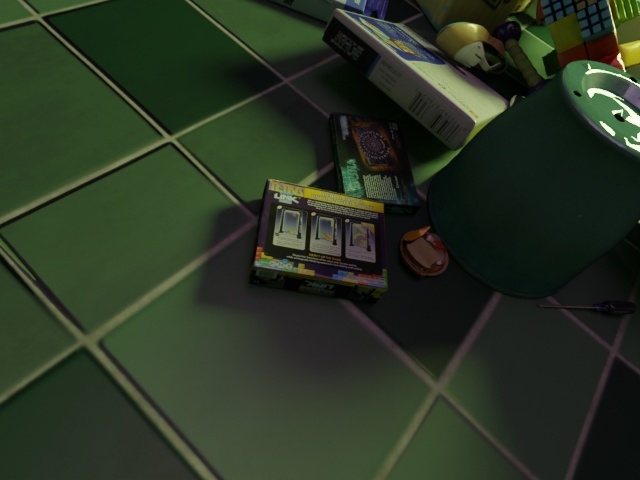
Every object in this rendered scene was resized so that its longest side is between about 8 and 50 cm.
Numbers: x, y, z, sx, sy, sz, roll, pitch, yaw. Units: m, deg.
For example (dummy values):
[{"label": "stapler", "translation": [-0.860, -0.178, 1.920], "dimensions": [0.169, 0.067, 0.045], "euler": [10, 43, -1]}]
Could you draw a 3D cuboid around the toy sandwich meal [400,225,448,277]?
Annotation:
[{"label": "toy sandwich meal", "translation": [0.152, 0.014, 0.606], "dimensions": [0.085, 0.029, 0.086], "euler": [8, 56, -13]}]

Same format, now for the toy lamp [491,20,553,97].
[{"label": "toy lamp", "translation": [0.462, -0.374, 0.926], "dimensions": [0.080, 0.080, 0.275], "euler": [2, 58, -17]}]

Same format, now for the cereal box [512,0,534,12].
[{"label": "cereal box", "translation": [0.467, -0.712, 1.150], "dimensions": [0.240, 0.047, 0.173], "euler": [45, 47, 13]}]

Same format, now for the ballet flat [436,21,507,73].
[{"label": "ballet flat", "translation": [0.331, -0.396, 0.877], "dimensions": [0.232, 0.080, 0.073], "euler": [-11, 77, -40]}]

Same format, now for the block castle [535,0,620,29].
[{"label": "block castle", "translation": [0.754, -0.657, 0.964], "dimensions": [0.303, 0.453, 0.213], "euler": [-9, 94, -11]}]

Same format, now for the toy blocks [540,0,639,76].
[{"label": "toy blocks", "translation": [0.530, -0.435, 0.845], "dimensions": [0.261, 0.190, 0.382], "euler": [-16, 91, -52]}]

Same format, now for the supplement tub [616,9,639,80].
[{"label": "supplement tub", "translation": [0.892, -0.470, 1.025], "dimensions": [0.331, 0.241, 0.241], "euler": [-17, 65, -26]}]

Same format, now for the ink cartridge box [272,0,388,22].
[{"label": "ink cartridge box", "translation": [0.002, -0.554, 0.905], "dimensions": [0.311, 0.065, 0.186], "euler": [20, 55, -7]}]

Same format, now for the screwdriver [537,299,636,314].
[{"label": "screwdriver", "translation": [0.406, 0.103, 0.643], "dimensions": [0.169, 0.025, 0.024], "euler": [1, 59, -7]}]

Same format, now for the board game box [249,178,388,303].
[{"label": "board game box", "translation": [0.000, 0.000, 0.556], "dimensions": [0.170, 0.048, 0.141], "euler": [11, 54, -10]}]

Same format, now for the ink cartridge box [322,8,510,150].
[{"label": "ink cartridge box", "translation": [0.195, -0.307, 0.786], "dimensions": [0.303, 0.072, 0.307], "euler": [43, 35, 12]}]

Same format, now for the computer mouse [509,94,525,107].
[{"label": "computer mouse", "translation": [0.384, -0.222, 0.800], "dimensions": [0.106, 0.042, 0.193], "euler": [57, 45, -30]}]

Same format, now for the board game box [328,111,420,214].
[{"label": "board game box", "translation": [0.083, -0.128, 0.677], "dimensions": [0.126, 0.026, 0.186], "euler": [4, 58, -15]}]

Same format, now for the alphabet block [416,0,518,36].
[{"label": "alphabet block", "translation": [0.356, -0.626, 0.979], "dimensions": [0.193, 0.197, 0.192], "euler": [-9, 61, -22]}]

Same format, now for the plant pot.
[{"label": "plant pot", "translation": [0.334, -0.094, 0.596], "dimensions": [0.271, 0.255, 0.272], "euler": [8, 56, -12]}]
